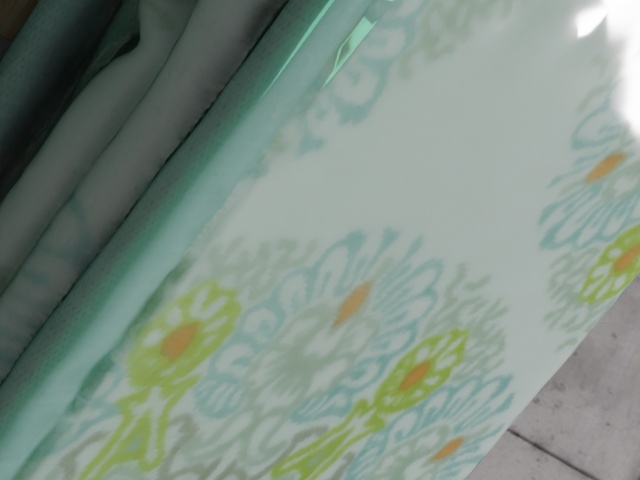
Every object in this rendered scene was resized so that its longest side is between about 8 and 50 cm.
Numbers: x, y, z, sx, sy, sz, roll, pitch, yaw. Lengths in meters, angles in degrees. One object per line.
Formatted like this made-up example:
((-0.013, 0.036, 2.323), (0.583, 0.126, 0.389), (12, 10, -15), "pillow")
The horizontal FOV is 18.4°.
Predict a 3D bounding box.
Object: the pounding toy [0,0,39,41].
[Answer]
((-0.015, -0.138, 0.699), (0.183, 0.110, 0.237), (-51, 148, 15), "pounding toy")

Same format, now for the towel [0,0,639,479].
((0.000, 0.000, 0.703), (0.374, 0.090, 0.320), (-52, 151, 17), "towel")
